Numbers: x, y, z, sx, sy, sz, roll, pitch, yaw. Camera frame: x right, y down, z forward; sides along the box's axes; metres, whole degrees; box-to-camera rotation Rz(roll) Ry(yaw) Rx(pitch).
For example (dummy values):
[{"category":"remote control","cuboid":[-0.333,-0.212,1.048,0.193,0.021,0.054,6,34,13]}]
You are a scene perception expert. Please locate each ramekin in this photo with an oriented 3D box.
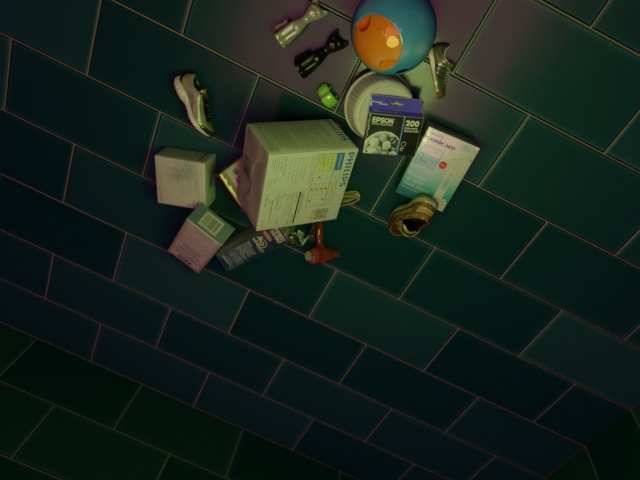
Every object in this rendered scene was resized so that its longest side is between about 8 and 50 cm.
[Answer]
[{"category":"ramekin","cuboid":[0.229,-0.492,1.783,0.273,0.127,0.272,-4,120,-7]}]

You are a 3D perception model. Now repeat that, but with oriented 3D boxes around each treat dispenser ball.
[{"category":"treat dispenser ball","cuboid":[0.247,-0.711,1.609,0.288,0.288,0.288,4,119,8]}]

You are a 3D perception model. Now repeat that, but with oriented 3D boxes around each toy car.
[{"category":"toy car","cuboid":[0.062,-0.516,1.881,0.239,0.053,0.225,-31,109,23]}]

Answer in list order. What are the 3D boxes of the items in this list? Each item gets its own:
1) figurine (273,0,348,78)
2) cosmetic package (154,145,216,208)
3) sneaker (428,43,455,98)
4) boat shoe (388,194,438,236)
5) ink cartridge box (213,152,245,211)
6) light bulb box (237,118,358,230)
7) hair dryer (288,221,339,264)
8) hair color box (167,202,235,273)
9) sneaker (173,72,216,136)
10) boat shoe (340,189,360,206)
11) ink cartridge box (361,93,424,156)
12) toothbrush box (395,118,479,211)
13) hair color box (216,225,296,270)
[{"category":"figurine","cuboid":[-0.037,-0.752,1.759,0.209,0.092,0.215,-31,109,15]},{"category":"cosmetic package","cuboid":[-0.588,-0.272,2.081,0.225,0.138,0.224,10,119,6]},{"category":"sneaker","cuboid":[0.454,-0.624,1.746,0.086,0.064,0.192,-10,113,20]},{"category":"boat shoe","cuboid":[0.361,-0.077,1.960,0.123,0.116,0.324,24,156,-6]},{"category":"ink cartridge box","cuboid":[-0.292,-0.264,1.991,0.235,0.088,0.193,-40,112,-16]},{"category":"light bulb box","cuboid":[-0.098,-0.255,1.830,0.361,0.225,0.357,-10,137,-28]},{"category":"hair dryer","cuboid":[0.000,0.000,2.117,0.080,0.223,0.293,15,153,45]},{"category":"hair color box","cuboid":[-0.545,-0.001,2.148,0.185,0.113,0.374,39,144,-9]},{"category":"sneaker","cuboid":[-0.493,-0.549,1.936,0.108,0.100,0.271,-18,114,13]},{"category":"boat shoe","cuboid":[0.078,-0.172,2.056,0.190,0.072,0.068,-16,115,18]},{"category":"ink cartridge box","cuboid":[0.267,-0.416,1.735,0.206,0.045,0.208,2,118,-10]},{"category":"toothbrush box","cuboid":[0.459,-0.297,1.892,0.216,0.126,0.295,23,119,-3]},{"category":"hair color box","cuboid":[-0.287,-0.003,2.155,0.347,0.174,0.105,-26,111,22]}]
